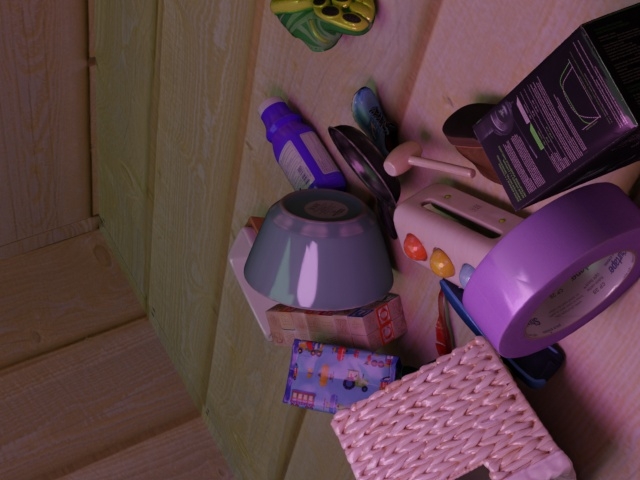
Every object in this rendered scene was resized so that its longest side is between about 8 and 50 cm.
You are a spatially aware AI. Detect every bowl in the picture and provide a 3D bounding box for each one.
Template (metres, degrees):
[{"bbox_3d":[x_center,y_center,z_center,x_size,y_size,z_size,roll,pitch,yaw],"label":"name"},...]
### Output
[{"bbox_3d":[0.000,0.000,2.019,0.311,0.312,0.163,37,131,50],"label":"bowl"}]

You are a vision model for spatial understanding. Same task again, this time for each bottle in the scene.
[{"bbox_3d":[-0.047,-0.196,2.195,0.282,0.092,0.118,58,150,23],"label":"bottle"}]

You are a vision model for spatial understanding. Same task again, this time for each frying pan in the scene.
[{"bbox_3d":[0.119,-0.097,1.878,0.326,0.053,0.197,53,175,-30],"label":"frying pan"}]

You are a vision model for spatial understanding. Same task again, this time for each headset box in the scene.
[{"bbox_3d":[0.360,-0.168,1.206,0.131,0.246,0.283,64,156,10],"label":"headset box"}]

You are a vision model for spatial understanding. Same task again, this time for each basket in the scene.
[{"bbox_3d":[0.233,0.380,1.696,0.266,0.328,0.331,63,-177,28],"label":"basket"}]

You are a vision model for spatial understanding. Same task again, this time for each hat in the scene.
[{"bbox_3d":[0.274,0.248,1.939,0.183,0.209,0.173,-49,28,16],"label":"hat"}]

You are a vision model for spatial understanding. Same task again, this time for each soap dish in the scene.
[{"bbox_3d":[-0.119,0.100,2.538,0.290,0.118,0.229,62,155,15],"label":"soap dish"}]

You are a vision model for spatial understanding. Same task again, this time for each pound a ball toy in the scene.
[{"bbox_3d":[0.219,-0.024,1.684,0.319,0.136,0.208,31,149,52],"label":"pound a ball toy"}]

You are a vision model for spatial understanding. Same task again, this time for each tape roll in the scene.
[{"bbox_3d":[0.336,0.045,1.379,0.090,0.275,0.274,56,152,27],"label":"tape roll"}]

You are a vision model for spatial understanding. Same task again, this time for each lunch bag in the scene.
[{"bbox_3d":[0.070,0.303,2.102,0.293,0.221,0.138,40,-121,-74],"label":"lunch bag"}]

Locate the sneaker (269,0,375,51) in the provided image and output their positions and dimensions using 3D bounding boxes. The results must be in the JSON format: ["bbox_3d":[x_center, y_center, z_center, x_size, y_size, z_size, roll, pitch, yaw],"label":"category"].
[{"bbox_3d":[0.019,-0.428,1.901,0.295,0.109,0.123,27,155,54],"label":"sneaker"}]

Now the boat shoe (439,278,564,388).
[{"bbox_3d":[0.317,0.145,1.727,0.258,0.089,0.109,48,175,21],"label":"boat shoe"}]

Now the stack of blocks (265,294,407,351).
[{"bbox_3d":[0.045,0.169,2.189,0.297,0.171,0.087,0,110,45],"label":"stack of blocks"}]

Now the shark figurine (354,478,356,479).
[{"bbox_3d":[0.126,0.582,2.345,0.278,0.116,0.166,-115,7,-60],"label":"shark figurine"}]

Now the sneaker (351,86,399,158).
[{"bbox_3d":[0.118,-0.222,1.894,0.073,0.063,0.162,-7,111,55],"label":"sneaker"}]

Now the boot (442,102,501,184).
[{"bbox_3d":[0.323,-0.133,1.519,0.115,0.112,0.305,53,165,-31],"label":"boot"}]
